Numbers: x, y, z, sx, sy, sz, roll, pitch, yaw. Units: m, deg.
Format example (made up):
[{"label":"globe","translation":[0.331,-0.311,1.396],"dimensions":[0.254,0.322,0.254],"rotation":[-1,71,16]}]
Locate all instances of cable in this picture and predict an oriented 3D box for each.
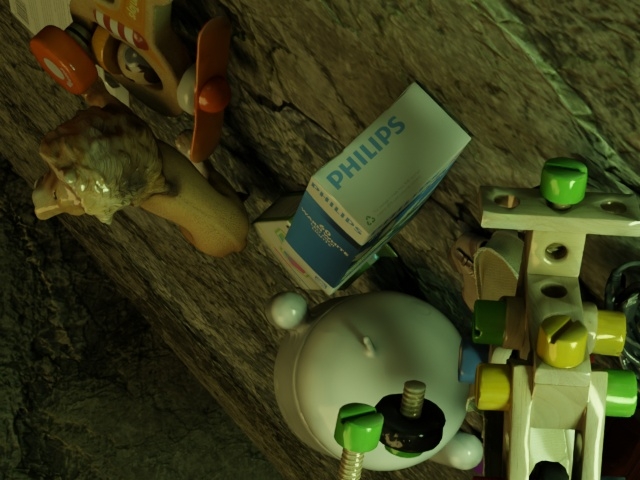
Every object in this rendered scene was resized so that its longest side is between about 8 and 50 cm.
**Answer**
[{"label":"cable","translation":[0.304,0.094,1.331],"dimensions":[0.150,0.047,0.184],"rotation":[33,157,27]}]

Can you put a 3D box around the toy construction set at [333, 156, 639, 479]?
[{"label":"toy construction set","translation":[0.209,0.081,1.194],"dimensions":[0.309,0.257,0.237],"rotation":[20,119,20]}]

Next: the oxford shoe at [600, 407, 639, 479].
[{"label":"oxford shoe","translation":[0.305,0.228,1.525],"dimensions":[0.130,0.123,0.348],"rotation":[33,178,-18]}]

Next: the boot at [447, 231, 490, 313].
[{"label":"boot","translation":[0.170,0.043,1.561],"dimensions":[0.118,0.042,0.087],"rotation":[49,163,-10]}]

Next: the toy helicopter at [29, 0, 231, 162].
[{"label":"toy helicopter","translation":[-0.177,-0.217,1.668],"dimensions":[0.235,0.140,0.355],"rotation":[43,163,4]}]

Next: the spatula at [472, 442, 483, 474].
[{"label":"spatula","translation":[0.165,0.261,2.165],"dimensions":[0.296,0.030,0.084],"rotation":[27,158,52]}]

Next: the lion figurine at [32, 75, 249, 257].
[{"label":"lion figurine","translation":[-0.186,-0.064,1.907],"dimensions":[0.392,0.142,0.240],"rotation":[21,-163,-40]}]

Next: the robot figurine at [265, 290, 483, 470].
[{"label":"robot figurine","translation":[0.058,0.161,1.837],"dimensions":[0.300,0.200,0.353],"rotation":[36,171,-5]}]

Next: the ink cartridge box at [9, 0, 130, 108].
[{"label":"ink cartridge box","translation":[-0.302,-0.282,1.991],"dimensions":[0.239,0.060,0.275],"rotation":[44,165,7]}]

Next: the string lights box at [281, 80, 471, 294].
[{"label":"string lights box","translation":[0.045,-0.043,1.498],"dimensions":[0.077,0.133,0.260],"rotation":[46,166,5]}]

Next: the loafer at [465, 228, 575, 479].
[{"label":"loafer","translation":[0.180,0.123,1.457],"dimensions":[0.102,0.092,0.269],"rotation":[-14,87,65]}]

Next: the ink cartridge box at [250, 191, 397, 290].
[{"label":"ink cartridge box","translation":[0.000,0.000,1.878],"dimensions":[0.109,0.062,0.209],"rotation":[51,165,-12]}]
